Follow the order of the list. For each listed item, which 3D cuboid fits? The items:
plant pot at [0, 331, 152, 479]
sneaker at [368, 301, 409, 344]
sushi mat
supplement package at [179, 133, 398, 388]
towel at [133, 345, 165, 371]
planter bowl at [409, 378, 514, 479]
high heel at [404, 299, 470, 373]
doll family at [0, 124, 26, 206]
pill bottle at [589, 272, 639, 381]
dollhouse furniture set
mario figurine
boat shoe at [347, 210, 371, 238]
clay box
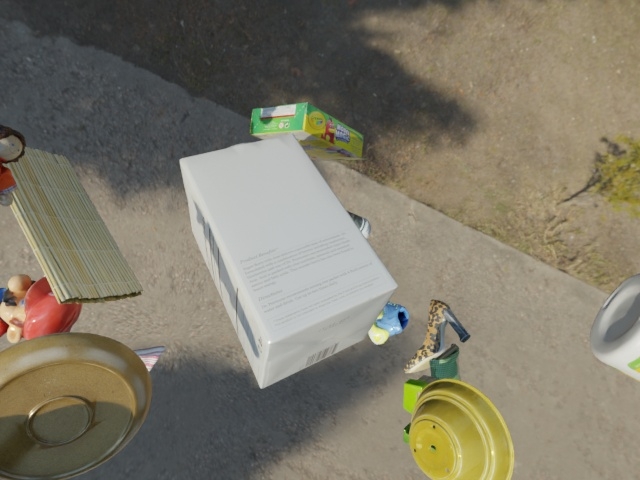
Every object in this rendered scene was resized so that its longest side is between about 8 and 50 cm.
[{"bbox_3d":[-0.356,0.239,0.551,0.237,0.032,0.236,-9,110,-27],"label":"plant pot"},{"bbox_3d":[0.223,0.235,1.271,0.091,0.126,0.240,60,20,-18],"label":"sneaker"},{"bbox_3d":[-0.417,-0.033,0.657,0.019,0.151,0.316,-39,77,13],"label":"sushi mat"},{"bbox_3d":[-0.061,0.019,0.577,0.178,0.175,0.292,-19,61,-23],"label":"supplement package"},{"bbox_3d":[-0.479,0.325,0.983,0.144,0.197,0.029,0,50,-47],"label":"towel"},{"bbox_3d":[0.234,0.378,0.752,0.091,0.217,0.217,4,75,-38],"label":"planter bowl"},{"bbox_3d":[0.371,0.337,1.423,0.261,0.093,0.186,-38,48,8],"label":"high heel"},{"bbox_3d":[-0.378,-0.117,0.323,0.119,0.263,0.163,10,61,13],"label":"doll family"},{"bbox_3d":[0.497,0.154,0.499,0.246,0.136,0.136,30,67,13],"label":"pill bottle"},{"bbox_3d":[0.378,0.448,1.138,0.302,0.151,0.197,-13,107,-46],"label":"dollhouse furniture set"},{"bbox_3d":[-0.620,0.111,0.787,0.321,0.170,0.197,-3,64,15],"label":"mario figurine"},{"bbox_3d":[0.000,0.000,1.249,0.119,0.335,0.121,37,38,-26],"label":"boat shoe"},{"bbox_3d":[-0.011,-0.199,0.774,0.222,0.128,0.053,5,91,-55],"label":"clay box"}]
